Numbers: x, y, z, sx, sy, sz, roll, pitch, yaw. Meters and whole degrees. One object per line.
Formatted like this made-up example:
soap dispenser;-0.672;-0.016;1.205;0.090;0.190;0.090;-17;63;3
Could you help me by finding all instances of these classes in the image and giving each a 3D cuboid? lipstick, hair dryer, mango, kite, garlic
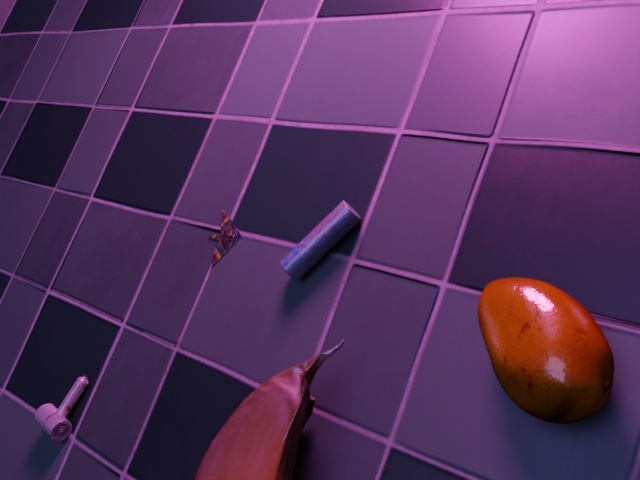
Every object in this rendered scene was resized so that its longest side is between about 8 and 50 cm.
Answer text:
lipstick;0.000;0.000;1.142;0.158;0.048;0.048;-44;51;10
hair dryer;-0.532;0.339;1.363;0.082;0.047;0.137;25;79;41
mango;0.279;0.130;0.840;0.145;0.112;0.219;-44;48;17
kite;-0.193;-0.006;1.309;0.090;0.004;0.122;2;70;35
garlic;-0.066;0.317;0.969;0.196;0.151;0.339;-24;34;51
